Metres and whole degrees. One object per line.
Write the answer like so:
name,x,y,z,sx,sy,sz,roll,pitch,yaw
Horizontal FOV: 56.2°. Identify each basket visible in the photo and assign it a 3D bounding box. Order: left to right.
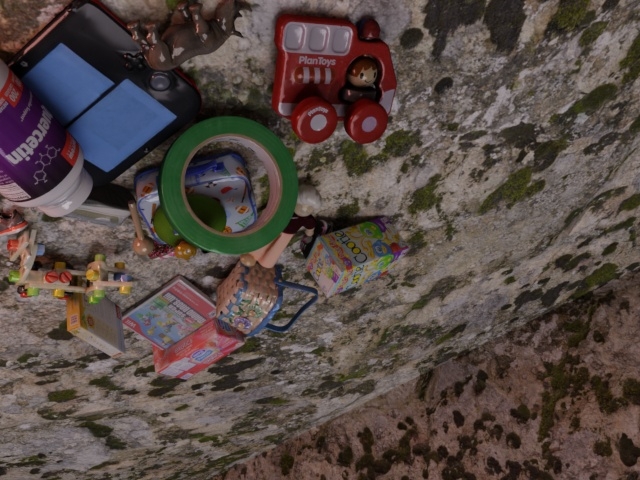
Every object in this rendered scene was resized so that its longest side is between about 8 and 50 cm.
basket,-0.185,0.203,1.971,0.289,0.201,0.255,16,133,-27

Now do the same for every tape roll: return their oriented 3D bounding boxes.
tape roll,-0.214,-0.127,1.406,0.321,0.321,0.077,-2,-178,-24

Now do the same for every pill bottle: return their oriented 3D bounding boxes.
pill bottle,-0.592,-0.189,1.163,0.181,0.181,0.323,-23,141,6

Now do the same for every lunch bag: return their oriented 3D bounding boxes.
lunch bag,-0.312,-0.111,1.547,0.303,0.115,0.243,-15,144,-5

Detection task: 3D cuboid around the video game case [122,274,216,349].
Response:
video game case,-0.495,0.244,1.985,0.285,0.025,0.204,-32,125,20

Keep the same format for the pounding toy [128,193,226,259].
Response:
pounding toy,-0.344,-0.012,1.479,0.237,0.110,0.183,-6,140,-15

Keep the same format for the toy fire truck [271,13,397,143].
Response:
toy fire truck,0.037,-0.363,1.330,0.302,0.169,0.254,-4,125,-22

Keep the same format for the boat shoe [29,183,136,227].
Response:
boat shoe,-0.604,-0.094,1.428,0.320,0.118,0.103,9,133,-45

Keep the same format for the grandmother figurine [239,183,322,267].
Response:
grandmother figurine,-0.100,-0.042,1.761,0.208,0.104,0.342,-2,146,-38

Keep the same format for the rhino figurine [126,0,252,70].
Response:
rhino figurine,-0.243,-0.411,1.175,0.243,0.073,0.106,-28,134,-16

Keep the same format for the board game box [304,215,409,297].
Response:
board game box,0.114,0.048,1.883,0.275,0.142,0.144,-18,151,-33

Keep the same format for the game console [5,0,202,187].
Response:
game console,-0.484,-0.284,1.264,0.386,0.060,0.342,-32,144,18

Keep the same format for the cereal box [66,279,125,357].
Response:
cereal box,-0.676,0.236,1.810,0.047,0.173,0.240,-21,146,4

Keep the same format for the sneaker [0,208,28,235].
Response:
sneaker,-0.806,-0.041,1.473,0.158,0.061,0.065,-17,119,-4

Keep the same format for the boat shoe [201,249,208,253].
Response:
boat shoe,-0.297,-0.004,1.769,0.133,0.042,0.049,-28,143,11

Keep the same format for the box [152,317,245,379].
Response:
box,-0.436,0.356,2.121,0.300,0.142,0.154,-34,143,21

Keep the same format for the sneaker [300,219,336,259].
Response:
sneaker,0.000,0.000,1.895,0.077,0.072,0.178,-8,152,-33

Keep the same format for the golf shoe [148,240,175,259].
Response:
golf shoe,-0.403,0.018,1.720,0.186,0.067,0.086,-22,143,6

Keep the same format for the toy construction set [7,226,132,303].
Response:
toy construction set,-0.692,0.089,1.611,0.215,0.151,0.328,-15,148,42
